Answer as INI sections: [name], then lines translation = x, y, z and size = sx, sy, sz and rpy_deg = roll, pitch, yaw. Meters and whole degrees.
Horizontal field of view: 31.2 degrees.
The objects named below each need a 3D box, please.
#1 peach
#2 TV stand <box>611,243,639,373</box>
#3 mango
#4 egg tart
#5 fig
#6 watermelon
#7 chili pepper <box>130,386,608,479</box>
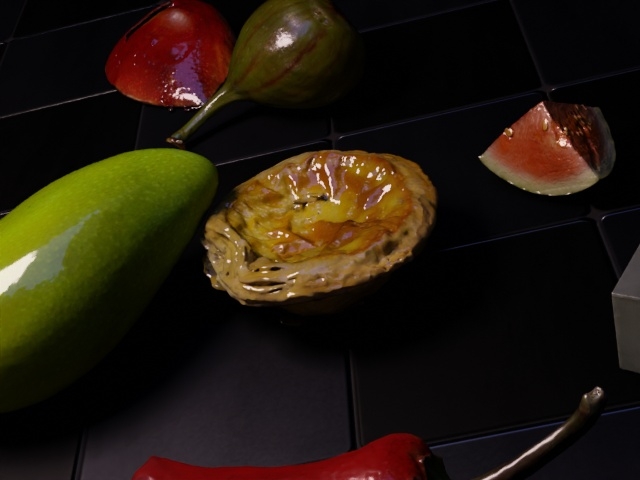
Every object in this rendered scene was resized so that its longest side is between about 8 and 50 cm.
[peach]
translation = -0.204, -0.262, 1.557
size = 0.189, 0.068, 0.279
rpy_deg = -26, 37, -8
[TV stand]
translation = 0.365, 0.070, 0.868
size = 0.269, 0.088, 0.083
rpy_deg = 11, 44, 32
[mango]
translation = -0.237, 0.030, 1.083
size = 0.343, 0.156, 0.192
rpy_deg = -42, 34, -12
[egg tart]
translation = 0.000, 0.000, 1.095
size = 0.240, 0.106, 0.241
rpy_deg = -10, 34, 7
[fig]
translation = -0.066, -0.190, 1.393
size = 0.259, 0.151, 0.151
rpy_deg = -38, 32, 18
[watermelon]
translation = 0.222, -0.098, 1.144
size = 0.135, 0.094, 0.125
rpy_deg = -8, 44, 19
[chili pepper]
translation = 0.037, 0.203, 0.781
size = 0.338, 0.135, 0.131
rpy_deg = -9, 51, 17
